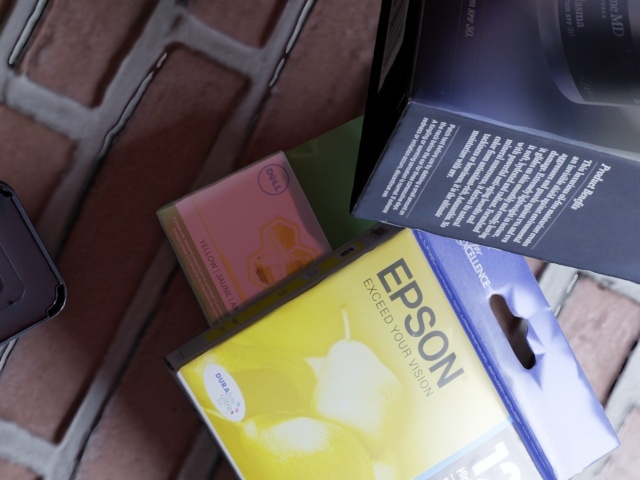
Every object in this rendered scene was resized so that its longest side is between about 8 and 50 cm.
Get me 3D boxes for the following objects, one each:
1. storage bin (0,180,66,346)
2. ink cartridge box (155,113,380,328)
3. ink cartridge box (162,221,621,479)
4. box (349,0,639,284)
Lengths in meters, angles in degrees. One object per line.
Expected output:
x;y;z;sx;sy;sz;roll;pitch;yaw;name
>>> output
-0.308;0.039;1.305;0.180;0.084;0.122;-29;98;-7;storage bin
0.000;0.000;1.370;0.235;0.056;0.171;-26;92;-6;ink cartridge box
0.076;0.143;1.336;0.307;0.072;0.304;-32;107;-6;ink cartridge box
0.201;-0.148;1.284;0.294;0.183;0.296;14;59;-8;box
